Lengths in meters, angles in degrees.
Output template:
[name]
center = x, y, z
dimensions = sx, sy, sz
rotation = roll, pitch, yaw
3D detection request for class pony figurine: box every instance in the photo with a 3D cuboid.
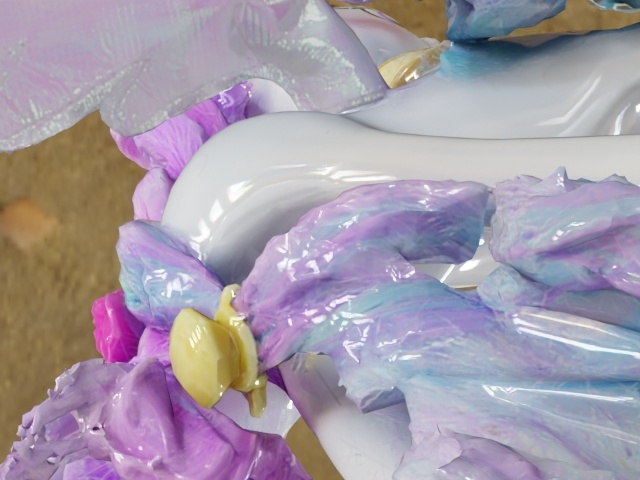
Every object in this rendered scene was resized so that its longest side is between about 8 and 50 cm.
[pony figurine]
center = 0.000, 0.000, 0.517
dimensions = 0.351, 0.363, 0.302
rotation = -19, -65, -35
